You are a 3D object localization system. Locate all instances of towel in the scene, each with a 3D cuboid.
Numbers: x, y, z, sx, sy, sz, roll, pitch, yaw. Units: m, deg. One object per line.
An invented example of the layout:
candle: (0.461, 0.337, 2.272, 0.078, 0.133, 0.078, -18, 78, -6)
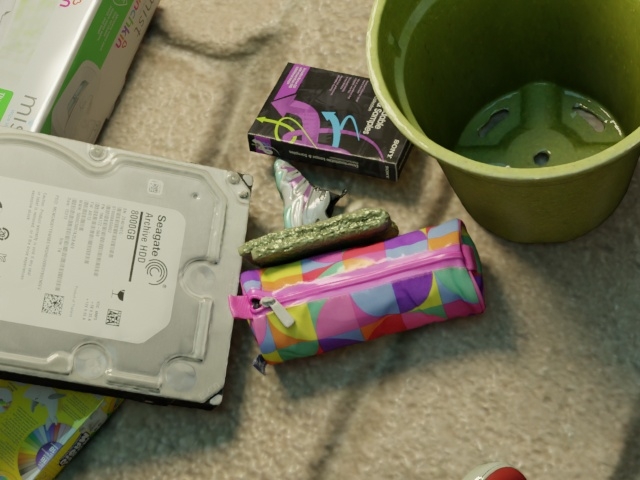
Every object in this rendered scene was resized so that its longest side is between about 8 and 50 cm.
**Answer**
towel: (0.000, 0.000, 1.331, 0.148, 0.110, 0.027, -14, 79, 6)

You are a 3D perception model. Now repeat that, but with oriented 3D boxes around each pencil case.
pencil case: (0.037, 0.050, 1.307, 0.236, 0.104, 0.104, -15, 64, 4)

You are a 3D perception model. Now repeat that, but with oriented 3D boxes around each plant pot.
plant pot: (0.196, -0.124, 1.264, 0.276, 0.254, 0.276, -4, 65, 9)

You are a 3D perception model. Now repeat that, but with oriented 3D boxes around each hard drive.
hard drive: (-0.245, 0.021, 1.311, 0.338, 0.064, 0.237, 12, 74, -13)

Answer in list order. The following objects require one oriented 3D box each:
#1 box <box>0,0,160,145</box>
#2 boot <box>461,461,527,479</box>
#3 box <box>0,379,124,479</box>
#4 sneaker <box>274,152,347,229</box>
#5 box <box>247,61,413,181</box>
box: (-0.334, -0.203, 1.484, 0.231, 0.127, 0.262, 16, 72, 20)
boot: (0.156, 0.309, 1.130, 0.176, 0.088, 0.244, 4, 69, 54)
box: (-0.275, 0.172, 1.352, 0.105, 0.043, 0.179, 37, 76, 23)
sneaker: (-0.008, -0.049, 1.397, 0.069, 0.038, 0.098, -13, 71, 3)
box: (0.021, -0.123, 1.407, 0.162, 0.029, 0.116, 13, 51, 16)
